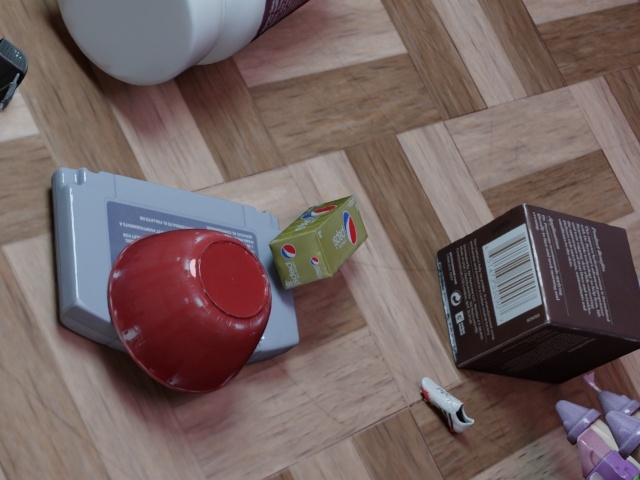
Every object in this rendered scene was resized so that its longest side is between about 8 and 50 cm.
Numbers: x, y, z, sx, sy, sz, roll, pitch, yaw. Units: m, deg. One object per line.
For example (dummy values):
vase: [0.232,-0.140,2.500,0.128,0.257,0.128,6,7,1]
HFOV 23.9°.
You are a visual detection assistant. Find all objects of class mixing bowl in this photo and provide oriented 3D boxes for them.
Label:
mixing bowl: [-0.117,0.057,1.563,0.181,0.098,0.181,23,52,-33]

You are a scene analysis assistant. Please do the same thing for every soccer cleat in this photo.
soccer cleat: [0.155,0.199,1.851,0.083,0.036,0.029,54,42,-3]

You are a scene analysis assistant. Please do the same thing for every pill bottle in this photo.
pill bottle: [-0.121,-0.343,1.784,0.224,0.224,0.392,52,42,-5]

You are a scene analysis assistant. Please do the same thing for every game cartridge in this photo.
game cartridge: [-0.157,0.038,1.647,0.294,0.060,0.196,13,54,-37]

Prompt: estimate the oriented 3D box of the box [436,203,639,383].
box: [0.287,0.073,1.952,0.203,0.167,0.168,13,58,-38]

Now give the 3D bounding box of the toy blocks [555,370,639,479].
toy blocks: [0.369,0.302,1.858,0.260,0.309,0.288,42,31,16]

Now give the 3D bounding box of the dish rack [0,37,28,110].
dish rack: [-0.419,-0.144,1.502,0.208,0.074,0.271,36,48,-20]

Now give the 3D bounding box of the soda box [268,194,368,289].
soda box: [0.000,0.000,1.754,0.181,0.061,0.058,-46,119,-69]
